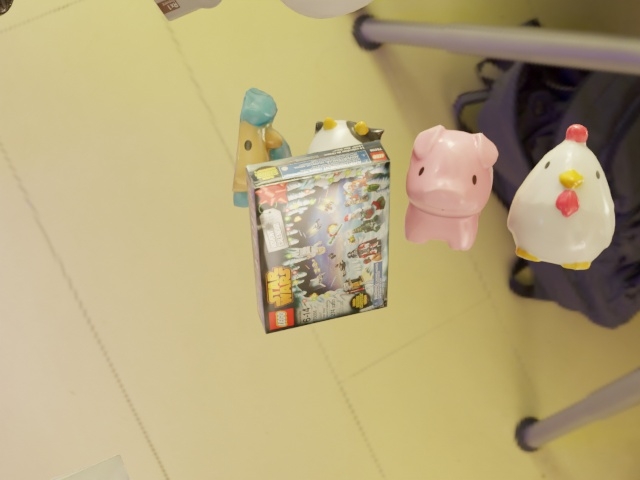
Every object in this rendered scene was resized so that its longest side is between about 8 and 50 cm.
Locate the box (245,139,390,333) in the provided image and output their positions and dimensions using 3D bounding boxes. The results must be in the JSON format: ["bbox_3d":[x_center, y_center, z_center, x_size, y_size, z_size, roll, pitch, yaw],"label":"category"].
[{"bbox_3d":[0.000,0.000,0.802,0.094,0.027,0.137,-12,132,-10],"label":"box"}]

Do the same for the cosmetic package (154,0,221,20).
[{"bbox_3d":[-0.077,-0.322,1.097,0.107,0.127,0.238,56,42,-24],"label":"cosmetic package"}]

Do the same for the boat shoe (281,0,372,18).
[{"bbox_3d":[-0.007,-0.116,0.284,0.049,0.142,0.040,-19,55,0],"label":"boat shoe"}]

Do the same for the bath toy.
[{"bbox_3d":[0.099,-0.059,1.059,0.348,0.151,0.129,9,109,4],"label":"bath toy"}]

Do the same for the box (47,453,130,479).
[{"bbox_3d":[-0.215,0.176,0.635,0.145,0.186,0.038,-13,82,-62],"label":"box"}]

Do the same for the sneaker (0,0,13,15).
[{"bbox_3d":[-0.140,-0.209,0.538,0.109,0.286,0.130,-18,76,-34],"label":"sneaker"}]
